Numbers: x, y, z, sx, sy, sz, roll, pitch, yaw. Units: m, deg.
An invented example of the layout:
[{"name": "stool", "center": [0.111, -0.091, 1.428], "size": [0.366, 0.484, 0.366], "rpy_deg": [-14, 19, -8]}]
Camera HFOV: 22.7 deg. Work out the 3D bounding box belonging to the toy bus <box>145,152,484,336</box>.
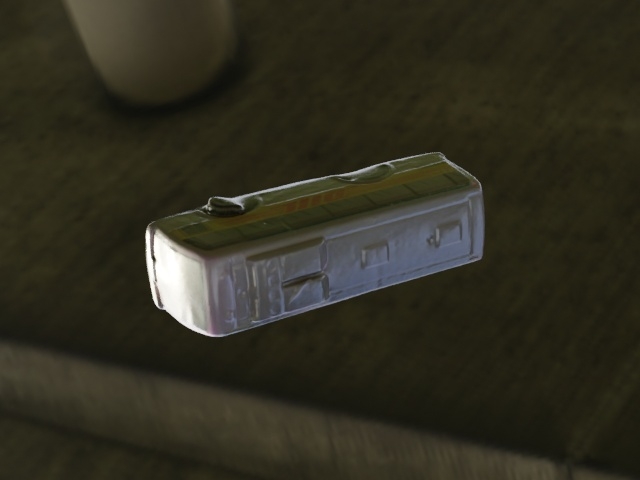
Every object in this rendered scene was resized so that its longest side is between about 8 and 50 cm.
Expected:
[{"name": "toy bus", "center": [0.000, 0.000, 0.816], "size": [0.172, 0.057, 0.072], "rpy_deg": [-16, -153, -25]}]
